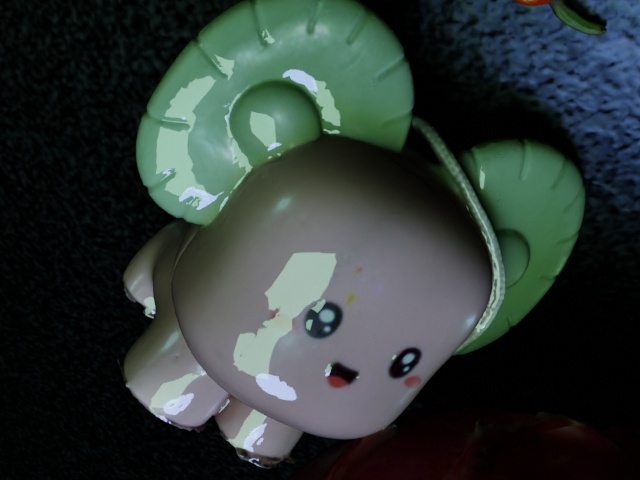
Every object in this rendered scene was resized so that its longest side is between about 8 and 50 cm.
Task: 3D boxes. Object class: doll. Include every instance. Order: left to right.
[{"bbox_3d":[0.000,0.000,0.547,0.284,0.216,0.268,31,110,-29],"label":"doll"}]

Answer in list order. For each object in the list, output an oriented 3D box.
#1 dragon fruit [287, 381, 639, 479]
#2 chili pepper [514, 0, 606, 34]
[{"bbox_3d":[0.142,0.251,0.550,0.386,0.370,0.249,14,145,-15],"label":"dragon fruit"},{"bbox_3d":[0.074,-0.176,0.394,0.071,0.063,0.272,-27,135,23],"label":"chili pepper"}]
